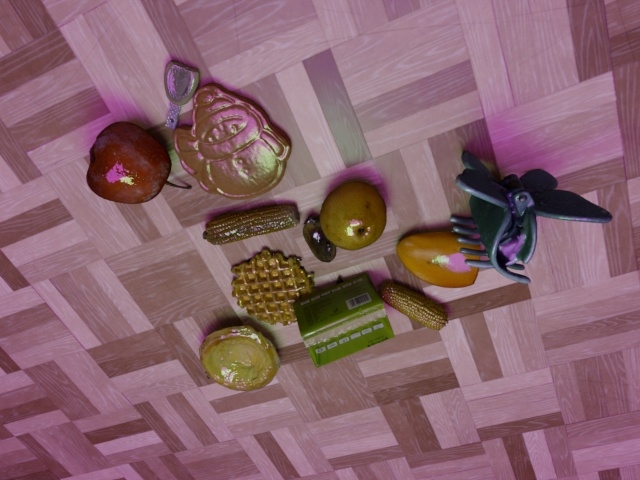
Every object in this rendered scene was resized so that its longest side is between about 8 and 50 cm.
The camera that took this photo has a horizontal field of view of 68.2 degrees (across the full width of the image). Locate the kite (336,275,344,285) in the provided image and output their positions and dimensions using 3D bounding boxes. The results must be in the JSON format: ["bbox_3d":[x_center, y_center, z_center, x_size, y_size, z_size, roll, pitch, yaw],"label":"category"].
[{"bbox_3d":[0.073,0.275,1.681,0.234,0.016,0.321,12,114,-18],"label":"kite"}]

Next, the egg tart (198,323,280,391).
[{"bbox_3d":[-0.294,0.421,1.757,0.315,0.120,0.315,1,119,2],"label":"egg tart"}]

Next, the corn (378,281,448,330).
[{"bbox_3d":[0.317,0.222,1.608,0.260,0.091,0.091,27,83,-10],"label":"corn"}]

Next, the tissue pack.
[{"bbox_3d":[0.071,0.258,1.547,0.274,0.200,0.167,-23,118,-1],"label":"tissue pack"}]

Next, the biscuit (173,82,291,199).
[{"bbox_3d":[-0.269,-0.274,1.395,0.312,0.057,0.351,-34,112,20],"label":"biscuit"}]

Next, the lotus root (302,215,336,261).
[{"bbox_3d":[0.000,0.000,1.512,0.089,0.080,0.179,-19,117,15],"label":"lotus root"}]

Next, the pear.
[{"bbox_3d":[0.097,-0.069,1.398,0.209,0.209,0.209,2,120,4],"label":"pear"}]

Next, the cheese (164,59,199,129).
[{"bbox_3d":[-0.406,-0.405,1.341,0.097,0.037,0.192,20,120,-5],"label":"cheese"}]

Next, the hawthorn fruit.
[{"bbox_3d":[-0.539,-0.216,1.346,0.263,0.235,0.231,7,122,3],"label":"hawthorn fruit"}]

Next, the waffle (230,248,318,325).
[{"bbox_3d":[-0.155,0.176,1.638,0.329,0.062,0.329,2,119,4],"label":"waffle"}]

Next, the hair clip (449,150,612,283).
[{"bbox_3d":[0.499,-0.071,1.299,0.392,0.318,0.238,11,121,-4],"label":"hair clip"}]

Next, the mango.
[{"bbox_3d":[0.365,0.060,1.485,0.257,0.138,0.187,5,139,18],"label":"mango"}]

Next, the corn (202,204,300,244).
[{"bbox_3d":[-0.224,-0.051,1.498,0.319,0.097,0.097,-11,118,8],"label":"corn"}]
